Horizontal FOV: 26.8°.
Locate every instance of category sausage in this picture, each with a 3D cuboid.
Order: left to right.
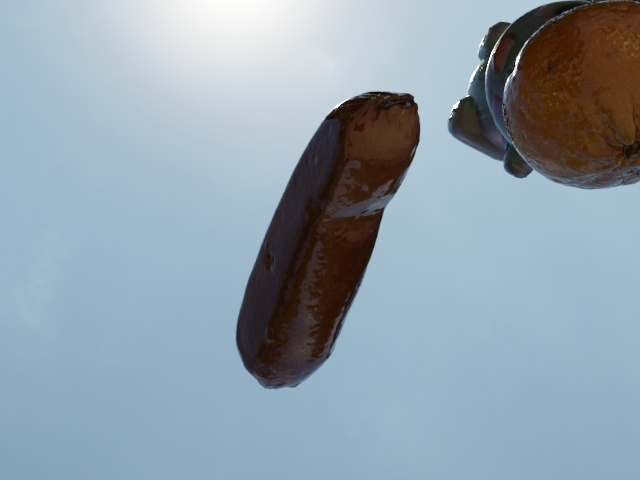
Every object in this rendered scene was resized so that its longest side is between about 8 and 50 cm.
[{"bbox_3d":[0.000,0.000,1.255,0.097,0.348,0.094,-12,-136,-41],"label":"sausage"}]

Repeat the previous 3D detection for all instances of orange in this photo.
[{"bbox_3d":[0.188,-0.092,0.895,0.135,0.135,0.118,19,-126,-36],"label":"orange"}]

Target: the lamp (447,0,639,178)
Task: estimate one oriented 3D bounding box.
[{"bbox_3d":[0.309,-0.180,1.712,0.247,0.301,0.247,28,-98,-10],"label":"lamp"}]

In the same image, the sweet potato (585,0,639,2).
[{"bbox_3d":[0.416,-0.295,1.673,0.106,0.354,0.095,-27,-79,-21],"label":"sweet potato"}]
